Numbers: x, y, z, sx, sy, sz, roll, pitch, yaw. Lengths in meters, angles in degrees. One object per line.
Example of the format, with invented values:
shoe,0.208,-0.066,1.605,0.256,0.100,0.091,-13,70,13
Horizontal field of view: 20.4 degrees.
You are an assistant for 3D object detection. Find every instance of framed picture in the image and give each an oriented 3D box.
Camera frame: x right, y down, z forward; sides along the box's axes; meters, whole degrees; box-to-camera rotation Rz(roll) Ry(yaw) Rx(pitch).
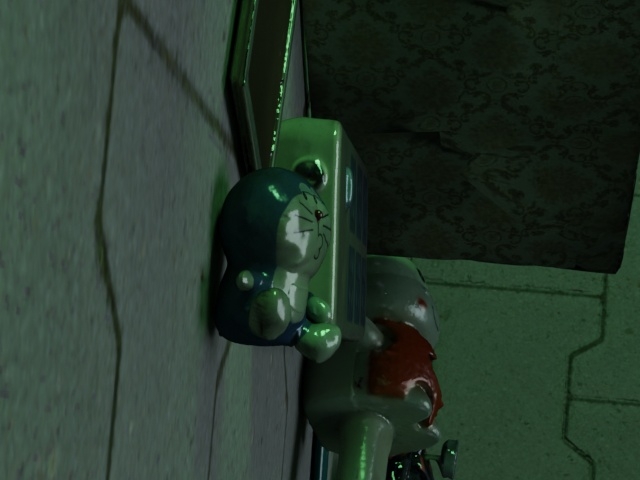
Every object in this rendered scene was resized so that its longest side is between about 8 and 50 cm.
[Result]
framed picture,-0.025,-0.118,0.872,0.142,0.011,0.183,84,12,-64

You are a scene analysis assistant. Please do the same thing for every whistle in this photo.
whistle,0.037,0.098,1.266,0.102,0.106,0.253,36,47,-34

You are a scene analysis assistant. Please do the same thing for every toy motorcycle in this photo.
toy motorcycle,0.068,0.264,1.715,0.307,0.108,0.173,-11,111,-83

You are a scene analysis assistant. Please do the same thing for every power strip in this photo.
power strip,0.000,0.000,1.055,0.270,0.046,0.118,36,58,-83

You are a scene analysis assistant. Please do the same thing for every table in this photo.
table,0.113,-0.190,1.194,0.335,0.222,0.272,88,7,-54

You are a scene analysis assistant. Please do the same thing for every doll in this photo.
doll,-0.022,0.008,0.788,0.076,0.050,0.083,29,65,-64

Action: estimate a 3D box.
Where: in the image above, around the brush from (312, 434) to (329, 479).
brush,0.010,0.171,1.378,0.043,0.032,0.193,-7,100,-85
